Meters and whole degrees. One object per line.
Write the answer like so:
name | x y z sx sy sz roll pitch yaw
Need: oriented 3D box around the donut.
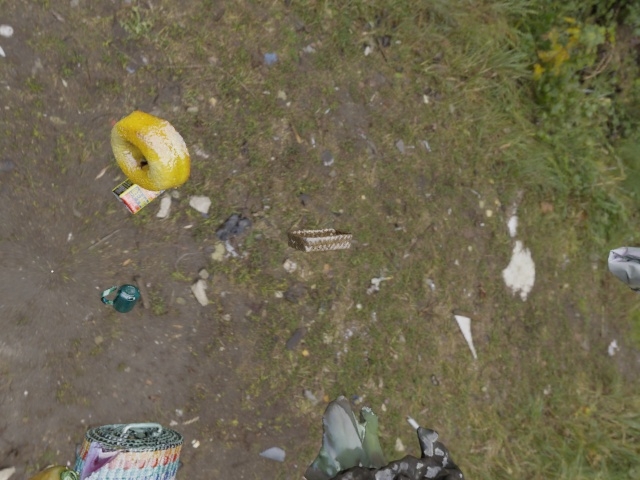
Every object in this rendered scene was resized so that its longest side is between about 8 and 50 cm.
donut | -0.372 -0.184 0.970 0.190 0.174 0.074 36 48 9

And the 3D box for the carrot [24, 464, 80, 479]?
carrot | -0.336 0.283 0.409 0.254 0.049 0.049 -28 102 -7

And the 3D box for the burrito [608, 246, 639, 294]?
burrito | 0.425 0.045 0.575 0.203 0.064 0.064 12 81 -39

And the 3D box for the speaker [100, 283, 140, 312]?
speaker | -0.564 0.157 1.275 0.094 0.075 0.060 27 31 -20

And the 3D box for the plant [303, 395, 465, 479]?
plant | 0.061 0.237 0.378 0.131 0.203 0.143 -16 126 -22

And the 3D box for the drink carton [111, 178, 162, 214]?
drink carton | -0.466 -0.153 1.219 0.165 0.056 0.071 -45 141 -22

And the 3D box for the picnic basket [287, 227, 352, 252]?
picnic basket | 0.000 0.000 1.329 0.193 0.110 0.055 -7 105 -38

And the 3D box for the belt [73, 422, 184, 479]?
belt | -0.513 0.568 1.212 0.295 0.206 0.161 25 73 -48
